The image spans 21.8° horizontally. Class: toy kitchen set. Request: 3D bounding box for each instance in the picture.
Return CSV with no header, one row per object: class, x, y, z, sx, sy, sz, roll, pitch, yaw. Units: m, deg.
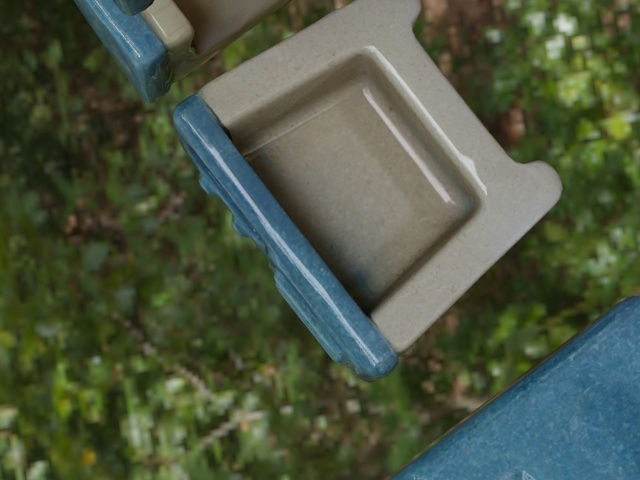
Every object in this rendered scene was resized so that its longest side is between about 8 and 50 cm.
toy kitchen set,0.000,0.000,0.350,0.207,0.122,0.166,52,173,6
